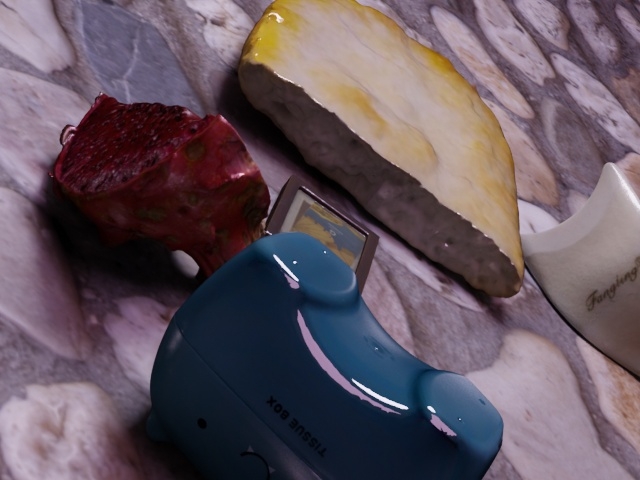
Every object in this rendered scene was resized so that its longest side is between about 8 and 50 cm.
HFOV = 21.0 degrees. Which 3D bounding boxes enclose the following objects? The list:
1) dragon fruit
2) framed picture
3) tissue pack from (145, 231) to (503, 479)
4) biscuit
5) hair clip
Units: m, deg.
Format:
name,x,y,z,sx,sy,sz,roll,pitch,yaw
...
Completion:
name,x,y,z,sx,sy,sz,roll,pitch,yaw
dragon fruit,-0.138,-0.029,1.659,0.211,0.134,0.262,43,-15,-25
framed picture,0.000,0.000,1.930,0.128,0.023,0.168,36,25,-7
tissue pack,-0.004,0.150,1.480,0.287,0.206,0.198,44,16,7
biscuit,0.080,-0.158,2.213,0.429,0.104,0.446,33,28,-15
hair clip,0.394,0.065,2.225,0.282,0.172,0.113,51,16,-3
